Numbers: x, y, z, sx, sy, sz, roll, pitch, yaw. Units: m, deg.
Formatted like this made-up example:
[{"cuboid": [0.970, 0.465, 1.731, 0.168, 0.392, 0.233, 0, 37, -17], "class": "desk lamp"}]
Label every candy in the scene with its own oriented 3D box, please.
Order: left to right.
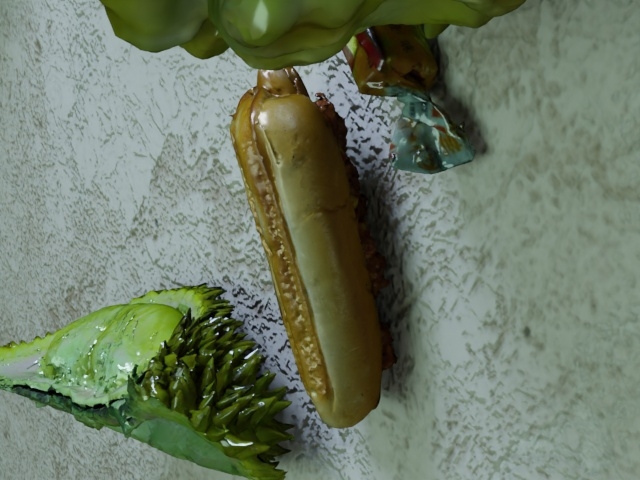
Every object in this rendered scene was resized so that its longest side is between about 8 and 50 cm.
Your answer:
[{"cuboid": [0.035, -0.118, 0.755, 0.053, 0.046, 0.182, -45, 63, 53], "class": "candy"}]

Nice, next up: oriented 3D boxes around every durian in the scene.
[{"cuboid": [-0.137, 0.124, 1.012, 0.352, 0.169, 0.158, 0, 103, 57], "class": "durian"}]

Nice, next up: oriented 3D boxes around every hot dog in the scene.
[{"cuboid": [0.000, 0.000, 0.827, 0.102, 0.076, 0.249, -117, 12, -76], "class": "hot dog"}]

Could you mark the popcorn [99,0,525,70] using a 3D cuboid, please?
[{"cuboid": [-0.015, -0.209, 0.557, 0.312, 0.312, 0.312, 30, 127, 49], "class": "popcorn"}]
